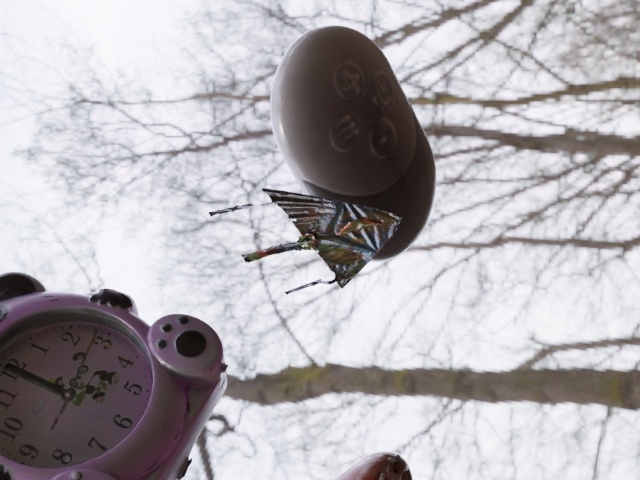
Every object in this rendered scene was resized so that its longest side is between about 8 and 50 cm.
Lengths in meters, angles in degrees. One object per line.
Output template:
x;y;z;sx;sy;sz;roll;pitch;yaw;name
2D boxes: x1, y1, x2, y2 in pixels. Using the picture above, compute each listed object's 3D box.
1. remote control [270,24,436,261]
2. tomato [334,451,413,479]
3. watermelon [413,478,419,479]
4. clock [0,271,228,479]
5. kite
0.050;-0.125;1.409;0.221;0.103;0.332;-49;-56;-30;remote control
0.048;0.316;1.247;0.166;0.082;0.174;-50;-36;-49;tomato
0.114;0.450;1.477;0.242;0.242;0.242;-9;-78;-52;watermelon
-0.230;0.143;0.956;0.090;0.248;0.227;92;-156;-54;clock
0.000;0.000;0.969;0.183;0.160;0.010;51;-148;-50;kite
